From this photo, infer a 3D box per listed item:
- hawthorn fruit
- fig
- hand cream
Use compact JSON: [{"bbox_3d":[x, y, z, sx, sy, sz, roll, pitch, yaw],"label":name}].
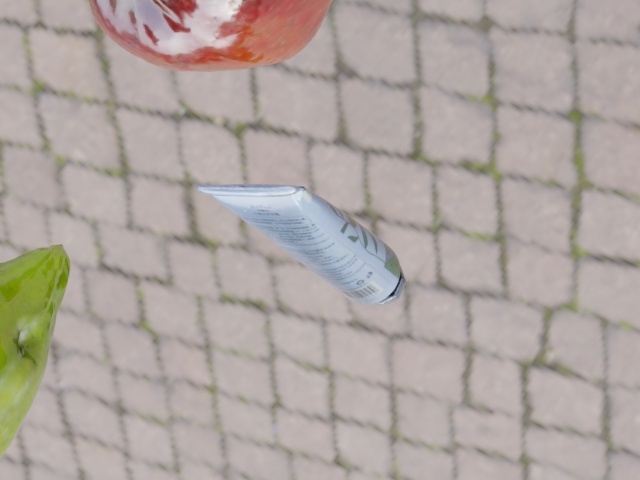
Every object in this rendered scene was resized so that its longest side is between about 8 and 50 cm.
[{"bbox_3d":[-0.065,-0.212,1.304,0.189,0.251,0.189,0,90,31],"label":"hawthorn fruit"},{"bbox_3d":[-0.263,0.104,1.230,0.167,0.233,0.167,163,90,-79],"label":"fig"},{"bbox_3d":[0.000,0.000,1.423,0.088,0.055,0.256,5,166,29],"label":"hand cream"}]
